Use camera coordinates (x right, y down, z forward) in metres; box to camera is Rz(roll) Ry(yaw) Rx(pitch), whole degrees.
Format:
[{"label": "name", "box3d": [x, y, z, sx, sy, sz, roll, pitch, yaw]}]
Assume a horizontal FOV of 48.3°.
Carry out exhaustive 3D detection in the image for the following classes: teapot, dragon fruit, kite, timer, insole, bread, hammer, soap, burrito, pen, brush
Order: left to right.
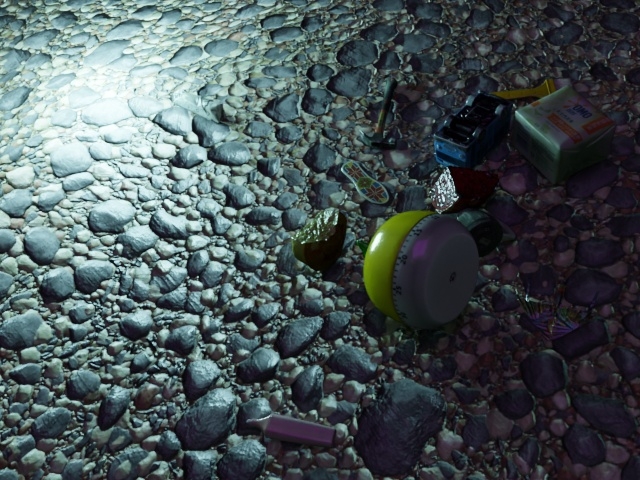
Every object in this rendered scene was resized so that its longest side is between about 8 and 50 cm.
[{"label": "burrito", "box3d": [-0.380, -0.425, 2.227, 0.203, 0.064, 0.064, 26, 60, 27]}, {"label": "pen", "box3d": [-0.066, 0.404, 1.520, 0.197, 0.032, 0.053, 9, 55, 14]}, {"label": "bread", "box3d": [0.004, 0.006, 1.768, 0.086, 0.125, 0.156, 24, 57, 36]}, {"label": "insole", "box3d": [0.121, -0.158, 1.949, 0.065, 0.006, 0.193, -29, 53, -13]}, {"label": "hammer", "box3d": [0.189, -0.378, 2.096, 0.111, 0.033, 0.288, 6, 53, 14]}, {"label": "timer", "box3d": [0.190, 0.054, 1.618, 0.285, 0.285, 0.285, -5, 51, 7]}, {"label": "dragon fruit", "box3d": [0.372, -0.111, 1.808, 0.160, 0.127, 0.121, 3, 53, -14]}, {"label": "teapot", "box3d": [0.389, -0.035, 1.734, 0.149, 0.111, 0.108, -23, 42, -4]}, {"label": "brush", "box3d": [0.595, -0.425, 2.067, 0.272, 0.013, 0.103, -4, 51, 9]}, {"label": "kite", "box3d": [0.532, 0.161, 1.611, 0.182, 0.010, 0.160, 11, 58, 23]}, {"label": "soap", "box3d": [0.630, -0.278, 1.861, 0.182, 0.138, 0.199, -25, 51, -11]}]

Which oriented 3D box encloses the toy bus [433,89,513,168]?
[{"label": "toy bus", "box3d": [0.409, -0.287, 1.914, 0.116, 0.134, 0.234, 29, 57, 30]}]
